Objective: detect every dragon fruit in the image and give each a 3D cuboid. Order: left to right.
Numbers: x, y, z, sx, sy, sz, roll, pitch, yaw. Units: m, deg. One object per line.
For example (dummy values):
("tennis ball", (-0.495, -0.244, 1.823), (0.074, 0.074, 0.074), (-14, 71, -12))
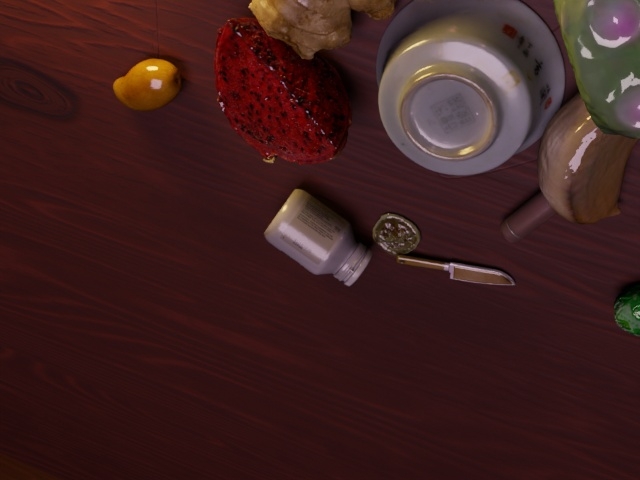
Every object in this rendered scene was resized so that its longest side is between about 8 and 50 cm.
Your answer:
("dragon fruit", (-0.071, -0.275, 1.628), (0.317, 0.152, 0.205), (50, 140, -1))

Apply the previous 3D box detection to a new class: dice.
("dice", (0.504, -0.344, 1.169), (0.322, 0.330, 0.318), (-12, 118, 28))

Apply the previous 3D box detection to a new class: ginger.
("ginger", (0.029, -0.458, 1.416), (0.236, 0.166, 0.375), (43, 147, -4))

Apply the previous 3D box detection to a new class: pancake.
("pancake", (0.160, -0.010, 1.801), (0.108, 0.017, 0.108), (13, 126, 19))

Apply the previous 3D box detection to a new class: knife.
("knife", (0.285, 0.063, 1.795), (0.256, 0.022, 0.046), (9, 131, 13))

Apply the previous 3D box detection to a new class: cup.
("cup", (0.239, -0.250, 1.485), (0.347, 0.163, 0.347), (13, 130, 17))

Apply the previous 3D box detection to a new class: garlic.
("garlic", (0.484, -0.183, 1.463), (0.196, 0.151, 0.339), (1, 128, -17))

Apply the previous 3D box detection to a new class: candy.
("candy", (0.657, 0.050, 1.587), (0.097, 0.097, 0.324), (25, 124, 5))

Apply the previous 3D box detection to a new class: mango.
("mango", (-0.364, -0.318, 1.764), (0.184, 0.085, 0.102), (-11, 119, 37))

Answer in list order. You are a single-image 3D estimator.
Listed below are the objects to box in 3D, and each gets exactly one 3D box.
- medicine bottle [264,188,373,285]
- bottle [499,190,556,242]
("medicine bottle", (0.000, 0.000, 1.803), (0.215, 0.135, 0.135), (35, 132, -4))
("bottle", (0.407, -0.050, 1.631), (0.053, 0.053, 0.140), (39, 131, -7))
